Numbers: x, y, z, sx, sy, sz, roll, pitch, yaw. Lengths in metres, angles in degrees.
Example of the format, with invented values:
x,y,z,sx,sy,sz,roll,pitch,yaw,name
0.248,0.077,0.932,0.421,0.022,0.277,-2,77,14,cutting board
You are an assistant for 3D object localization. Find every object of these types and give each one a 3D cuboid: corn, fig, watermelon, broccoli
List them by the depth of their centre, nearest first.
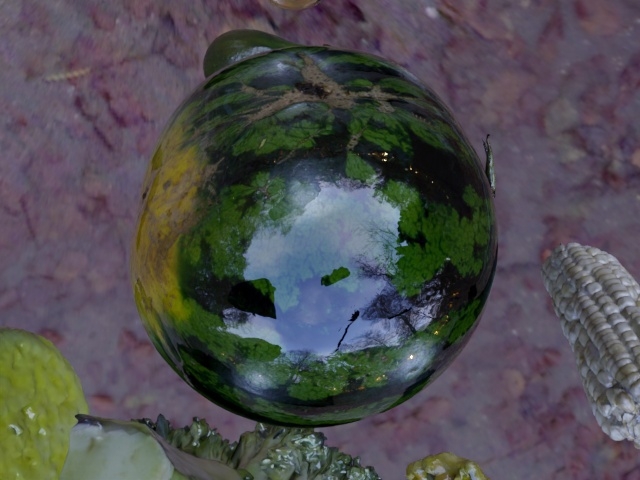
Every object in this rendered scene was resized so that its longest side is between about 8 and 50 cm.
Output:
x,y,z,sx,sy,sz,roll,pitch,yaw,name
-0.005,0.001,0.783,0.269,0.269,0.268,-3,110,-7,watermelon
-0.081,0.222,0.917,0.252,0.361,0.221,38,82,4,broccoli
0.244,0.080,0.943,0.087,0.211,0.087,-2,125,-3,corn
-0.066,-0.223,1.498,0.178,0.117,0.117,3,115,32,fig

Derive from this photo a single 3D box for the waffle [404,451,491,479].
x,y,z,sx,sy,sz,roll,pitch,yaw,name
0.216,0.339,1.156,0.060,0.312,0.307,-44,126,-23,waffle

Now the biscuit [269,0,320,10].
x,y,z,sx,sy,sz,roll,pitch,yaw,name
-0.030,-0.288,0.896,0.340,0.047,0.216,-15,101,10,biscuit

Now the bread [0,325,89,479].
x,y,z,sx,sy,sz,roll,pitch,yaw,name
-0.491,0.266,1.523,0.308,0.348,0.348,-15,113,24,bread
